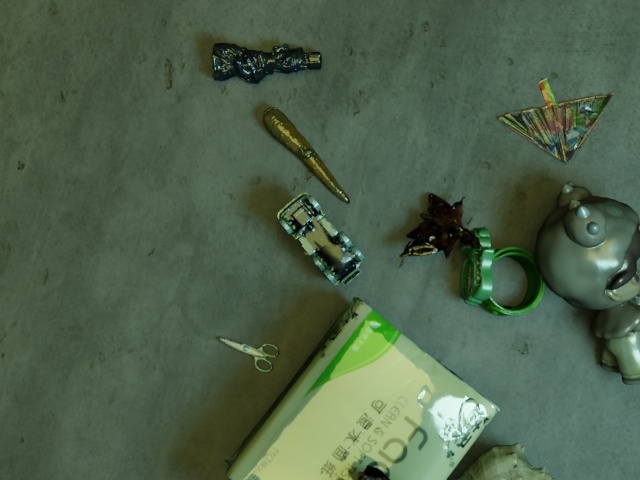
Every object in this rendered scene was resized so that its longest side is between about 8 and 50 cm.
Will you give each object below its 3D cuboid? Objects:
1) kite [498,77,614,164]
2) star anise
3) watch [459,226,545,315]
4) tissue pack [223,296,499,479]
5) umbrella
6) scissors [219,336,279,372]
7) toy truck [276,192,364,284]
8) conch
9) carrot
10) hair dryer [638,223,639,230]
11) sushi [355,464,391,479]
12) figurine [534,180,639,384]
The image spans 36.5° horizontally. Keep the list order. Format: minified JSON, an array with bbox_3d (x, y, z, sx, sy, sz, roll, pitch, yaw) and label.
[{"bbox_3d":[0.484,-0.242,1.953,0.241,0.014,0.183,-17,80,-1],"label":"kite"},{"bbox_3d":[0.223,-0.013,1.870,0.157,0.212,0.053,-30,127,14],"label":"star anise"},{"bbox_3d":[0.354,0.061,1.865,0.152,0.131,0.165,7,82,-8],"label":"watch"},{"bbox_3d":[0.072,0.359,1.785,0.332,0.205,0.405,38,86,0],"label":"tissue pack"},{"bbox_3d":[-0.108,-0.357,1.953,0.224,0.071,0.080,-2,110,-4],"label":"umbrella"},{"bbox_3d":[-0.142,0.214,1.904,0.119,0.014,0.058,24,79,1],"label":"scissors"},{"bbox_3d":[0.000,0.000,1.881,0.085,0.116,0.191,-42,93,-4],"label":"toy truck"},{"bbox_3d":[0.298,0.518,1.757,0.324,0.263,0.186,-40,97,26],"label":"conch"},{"bbox_3d":[-0.027,-0.168,1.941,0.049,0.049,0.254,-42,88,-4],"label":"carrot"},{"bbox_3d":[0.604,0.046,1.903,0.106,0.054,0.154,-5,92,-4],"label":"hair dryer"},{"bbox_3d":[0.136,0.476,1.637,0.226,0.103,0.097,37,59,-6],"label":"sushi"},{"bbox_3d":[0.521,0.081,1.798,0.203,0.248,0.380,-20,103,17],"label":"figurine"}]
